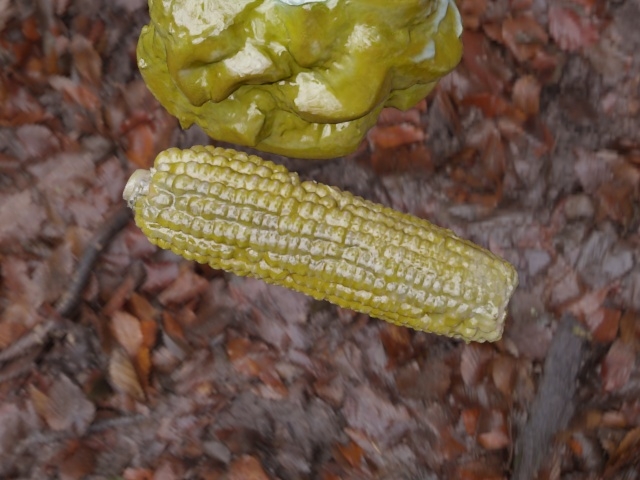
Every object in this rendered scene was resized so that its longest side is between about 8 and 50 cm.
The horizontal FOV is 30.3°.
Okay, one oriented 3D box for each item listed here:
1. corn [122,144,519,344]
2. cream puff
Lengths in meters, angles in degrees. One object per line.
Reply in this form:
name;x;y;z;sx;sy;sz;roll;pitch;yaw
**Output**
corn;0.000;0.000;0.835;0.288;0.086;0.087;18;72;2
cream puff;-0.015;-0.101;0.538;0.156;0.121;0.156;-11;43;11
